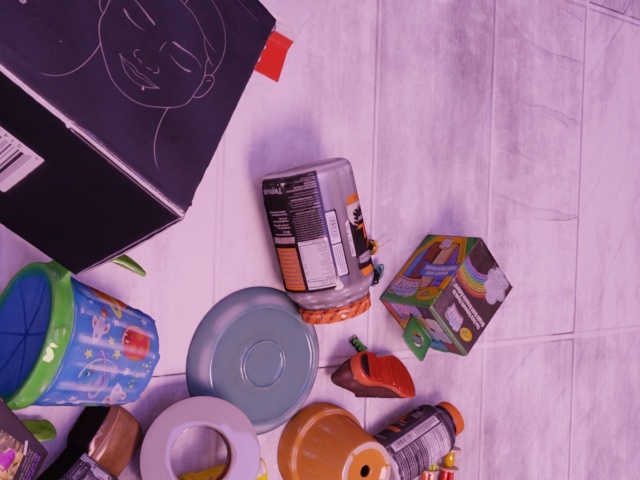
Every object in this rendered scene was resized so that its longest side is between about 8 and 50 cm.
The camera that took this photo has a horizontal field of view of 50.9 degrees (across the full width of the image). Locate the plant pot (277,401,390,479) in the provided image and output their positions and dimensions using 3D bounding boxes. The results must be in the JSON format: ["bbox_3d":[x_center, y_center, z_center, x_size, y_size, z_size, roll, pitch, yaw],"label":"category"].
[{"bbox_3d":[0.043,0.469,1.437,0.205,0.188,0.205,-2,93,-34],"label":"plant pot"}]

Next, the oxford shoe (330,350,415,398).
[{"bbox_3d":[0.128,0.322,1.565,0.271,0.098,0.097,30,39,-45],"label":"oxford shoe"}]

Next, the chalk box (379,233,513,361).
[{"bbox_3d":[0.282,0.148,1.597,0.289,0.179,0.180,-49,117,-22],"label":"chalk box"}]

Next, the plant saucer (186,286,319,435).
[{"bbox_3d":[-0.125,0.256,1.403,0.317,0.043,0.318,-1,92,-35],"label":"plant saucer"}]

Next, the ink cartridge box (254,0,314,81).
[{"bbox_3d":[-0.115,-0.472,1.374,0.189,0.066,0.232,21,76,-33],"label":"ink cartridge box"}]

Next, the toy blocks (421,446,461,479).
[{"bbox_3d":[0.297,0.598,1.698,0.123,0.054,0.148,8,88,-35],"label":"toy blocks"}]

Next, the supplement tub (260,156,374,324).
[{"bbox_3d":[0.000,0.000,1.387,0.193,0.193,0.316,-20,104,-32],"label":"supplement tub"}]

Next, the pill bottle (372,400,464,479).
[{"bbox_3d":[0.231,0.477,1.602,0.245,0.130,0.130,-23,105,-32],"label":"pill bottle"}]

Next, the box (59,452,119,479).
[{"bbox_3d":[-0.394,0.526,1.127,0.242,0.076,0.307,-48,146,-24],"label":"box"}]

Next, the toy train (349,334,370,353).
[{"bbox_3d":[0.096,0.253,1.569,0.083,0.017,0.024,54,55,-24],"label":"toy train"}]

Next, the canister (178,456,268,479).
[{"bbox_3d":[-0.191,0.511,1.349,0.170,0.073,0.126,-6,94,-35],"label":"canister"}]

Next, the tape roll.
[{"bbox_3d":[-0.225,0.404,1.256,0.219,0.072,0.219,4,74,-14],"label":"tape roll"}]

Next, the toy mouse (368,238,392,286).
[{"bbox_3d":[0.093,0.067,1.550,0.161,0.031,0.143,0,91,-34],"label":"toy mouse"}]

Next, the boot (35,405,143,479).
[{"bbox_3d":[-0.424,0.432,1.173,0.305,0.112,0.115,-56,130,-22],"label":"boot"}]

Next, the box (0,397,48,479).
[{"bbox_3d":[-0.538,0.294,0.957,0.270,0.165,0.143,85,17,-48],"label":"box"}]

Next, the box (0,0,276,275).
[{"bbox_3d":[-0.368,-0.295,0.965,0.480,0.297,0.472,43,45,-28],"label":"box"}]

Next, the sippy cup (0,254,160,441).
[{"bbox_3d":[-0.400,0.176,1.115,0.224,0.305,0.240,26,41,-43],"label":"sippy cup"}]
